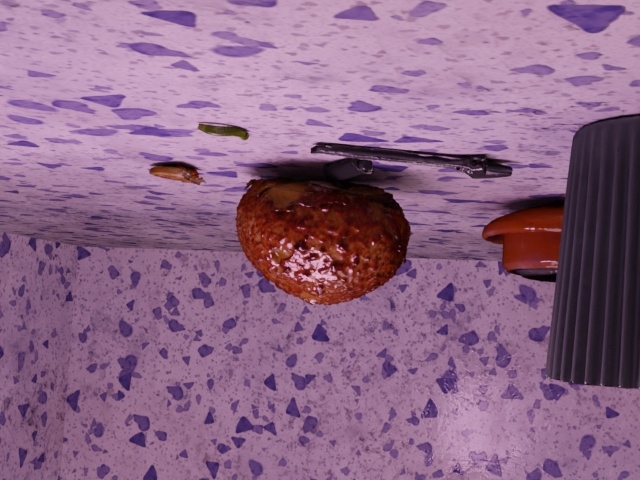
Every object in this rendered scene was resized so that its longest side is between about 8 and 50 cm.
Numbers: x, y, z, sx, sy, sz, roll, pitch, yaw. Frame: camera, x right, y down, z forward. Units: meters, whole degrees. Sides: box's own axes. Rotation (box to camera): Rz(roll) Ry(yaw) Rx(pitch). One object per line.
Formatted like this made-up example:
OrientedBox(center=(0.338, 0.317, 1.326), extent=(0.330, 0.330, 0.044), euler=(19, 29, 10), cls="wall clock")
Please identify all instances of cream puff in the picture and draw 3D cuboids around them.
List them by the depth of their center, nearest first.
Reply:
OrientedBox(center=(0.005, 0.000, 1.745), extent=(0.350, 0.229, 0.350), euler=(4, -173, -1), cls="cream puff")

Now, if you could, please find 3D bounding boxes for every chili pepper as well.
OrientedBox(center=(-0.135, -0.154, 1.369), extent=(0.083, 0.017, 0.030), euler=(7, 175, -40), cls="chili pepper")

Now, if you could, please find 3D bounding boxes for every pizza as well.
OrientedBox(center=(-0.270, -0.126, 1.746), extent=(0.099, 0.029, 0.100), euler=(10, 175, 18), cls="pizza")

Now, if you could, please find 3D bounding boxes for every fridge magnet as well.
OrientedBox(center=(0.513, 0.005, 1.964), extent=(0.363, 0.155, 0.363), euler=(4, 174, 0), cls="fridge magnet")

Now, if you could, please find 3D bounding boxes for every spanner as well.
OrientedBox(center=(0.145, -0.126, 1.489), extent=(0.325, 0.026, 0.093), euler=(6, 175, -10), cls="spanner")

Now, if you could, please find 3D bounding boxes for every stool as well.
OrientedBox(center=(0.445, 0.024, 1.235), extent=(0.297, 0.330, 0.297), euler=(2, 175, 0), cls="stool")

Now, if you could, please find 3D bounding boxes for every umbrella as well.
OrientedBox(center=(0.043, -0.118, 1.582), extent=(0.036, 0.031, 0.133), euler=(4, 174, -28), cls="umbrella")
